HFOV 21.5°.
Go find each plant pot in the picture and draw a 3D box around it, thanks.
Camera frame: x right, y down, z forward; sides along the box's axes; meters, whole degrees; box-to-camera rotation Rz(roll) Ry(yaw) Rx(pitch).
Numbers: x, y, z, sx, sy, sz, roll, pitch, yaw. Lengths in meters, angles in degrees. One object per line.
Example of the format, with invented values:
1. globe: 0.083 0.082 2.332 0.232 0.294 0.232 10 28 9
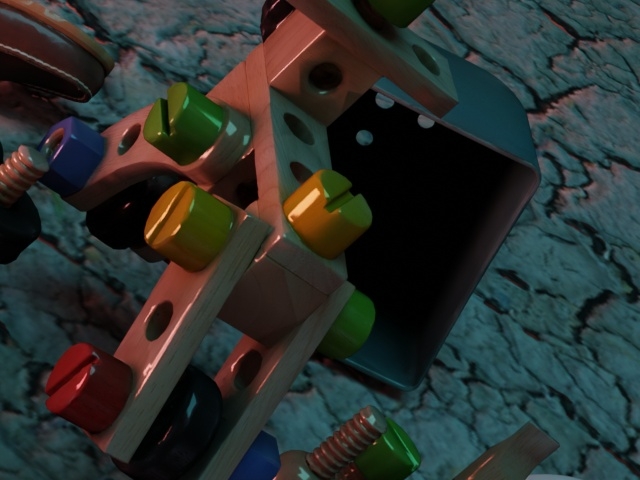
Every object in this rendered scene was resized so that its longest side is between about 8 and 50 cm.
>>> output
1. plant pot: 0.030 -0.054 1.079 0.165 0.165 0.234 26 24 -5

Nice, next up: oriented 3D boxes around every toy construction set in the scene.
1. toy construction set: 0.000 0.000 0.817 0.309 0.237 0.257 47 16 -7

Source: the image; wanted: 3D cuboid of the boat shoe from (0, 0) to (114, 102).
1. boat shoe: -0.236 -0.132 1.065 0.207 0.073 0.073 25 69 -2

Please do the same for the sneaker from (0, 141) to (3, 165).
1. sneaker: -0.228 0.037 0.808 0.140 0.125 0.341 52 26 -14

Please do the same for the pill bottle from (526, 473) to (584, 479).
1. pill bottle: 0.111 0.212 0.799 0.112 0.112 0.187 21 32 -13
